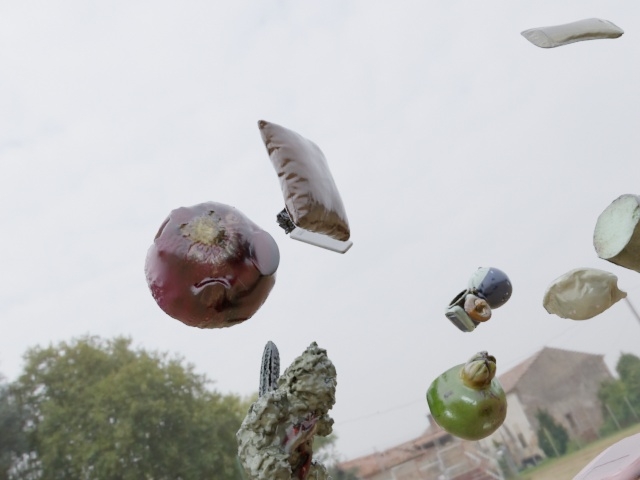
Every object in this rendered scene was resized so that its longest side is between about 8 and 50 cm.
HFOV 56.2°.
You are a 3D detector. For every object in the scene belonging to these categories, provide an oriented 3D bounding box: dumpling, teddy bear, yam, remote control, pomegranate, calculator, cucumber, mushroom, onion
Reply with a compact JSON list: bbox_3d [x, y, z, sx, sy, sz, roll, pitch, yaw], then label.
[{"bbox_3d":[0.654,0.128,1.498,0.199,0.136,0.118,-14,19,22],"label":"dumpling"},{"bbox_3d":[-0.051,0.447,1.531,0.367,0.225,0.357,-61,-33,-13],"label":"teddy bear"},{"bbox_3d":[0.741,0.004,1.318,0.268,0.161,0.161,17,-39,-18],"label":"yam"},{"bbox_3d":[0.000,0.000,2.170,0.067,0.261,0.029,-45,-45,-33],"label":"remote control"},{"bbox_3d":[0.389,0.391,1.482,0.190,0.159,0.240,22,-68,-40],"label":"pomegranate"},{"bbox_3d":[0.604,0.431,1.175,0.330,0.048,0.220,-12,-25,-38],"label":"calculator"},{"bbox_3d":[-0.163,0.453,1.950,0.077,0.265,0.077,0,-41,0],"label":"cucumber"},{"bbox_3d":[0.483,0.209,1.856,0.073,0.088,0.129,-21,-27,17],"label":"mushroom"},{"bbox_3d":[-0.347,0.115,1.809,0.399,0.398,0.420,-4,-33,-35],"label":"onion"}]

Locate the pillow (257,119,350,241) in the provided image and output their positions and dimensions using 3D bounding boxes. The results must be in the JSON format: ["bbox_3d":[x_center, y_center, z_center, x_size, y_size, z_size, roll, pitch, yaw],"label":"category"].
[{"bbox_3d":[-0.036,-0.154,1.570,0.108,0.307,0.305,-26,-18,20],"label":"pillow"}]

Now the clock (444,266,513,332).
[{"bbox_3d":[0.536,0.194,2.024,0.243,0.146,0.199,-41,-9,-14],"label":"clock"}]

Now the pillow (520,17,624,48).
[{"bbox_3d":[0.595,-0.495,1.423,0.218,0.130,0.033,-12,-52,-5],"label":"pillow"}]

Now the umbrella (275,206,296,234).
[{"bbox_3d":[-0.083,-0.126,2.433,0.272,0.110,0.122,-50,-26,-55],"label":"umbrella"}]
